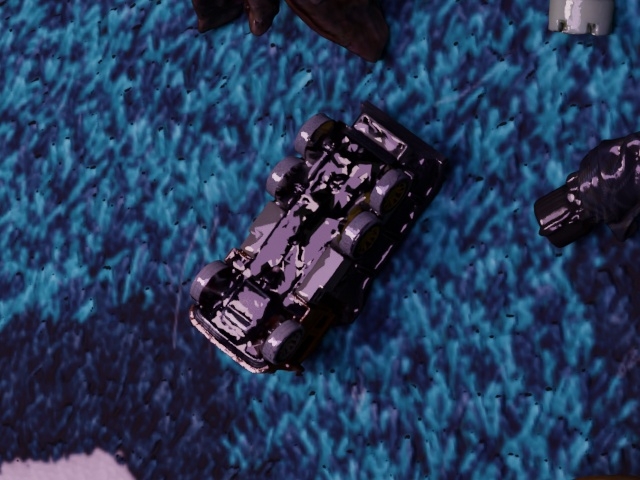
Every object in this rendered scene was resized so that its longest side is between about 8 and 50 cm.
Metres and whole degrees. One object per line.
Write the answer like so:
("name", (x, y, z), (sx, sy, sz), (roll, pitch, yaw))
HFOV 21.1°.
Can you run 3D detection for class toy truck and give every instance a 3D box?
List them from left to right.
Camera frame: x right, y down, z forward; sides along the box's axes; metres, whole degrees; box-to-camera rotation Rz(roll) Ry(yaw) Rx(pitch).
("toy truck", (0.000, 0.000, 1.169), (0.083, 0.092, 0.192), (38, 95, 22))

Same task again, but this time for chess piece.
("chess piece", (0.172, -0.185, 1.113), (0.067, 0.067, 0.103), (10, 101, 25))

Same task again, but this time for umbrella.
("umbrella", (0.228, -0.066, 1.077), (0.224, 0.071, 0.080), (-32, 47, 26))

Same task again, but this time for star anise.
("star anise", (-0.024, -0.239, 1.154), (0.212, 0.129, 0.282), (63, 153, 25))

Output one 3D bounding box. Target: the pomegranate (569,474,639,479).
("pomegranate", (0.183, 0.243, 1.002), (0.233, 0.233, 0.233), (-1, 87, 25))
